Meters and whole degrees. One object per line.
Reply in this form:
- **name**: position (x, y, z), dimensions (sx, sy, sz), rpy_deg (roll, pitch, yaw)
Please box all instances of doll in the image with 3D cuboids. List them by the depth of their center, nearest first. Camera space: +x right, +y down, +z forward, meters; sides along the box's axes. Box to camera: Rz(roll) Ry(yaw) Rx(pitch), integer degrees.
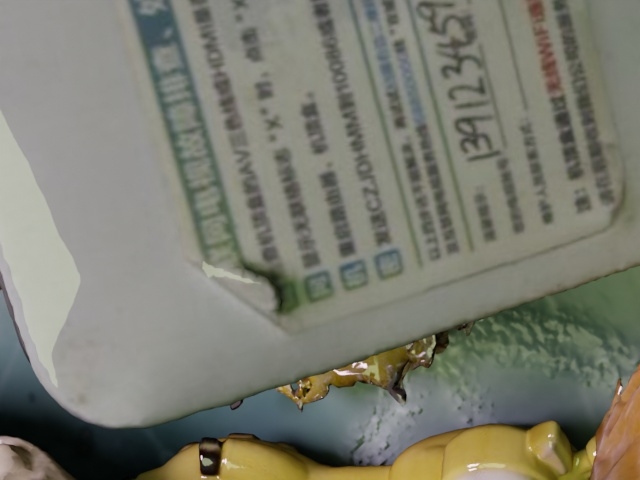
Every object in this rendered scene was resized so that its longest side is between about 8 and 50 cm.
- **doll**: position (0.030, 0.149, 0.907), dimensions (0.291, 0.086, 0.117), rpy_deg (-5, 141, 17)

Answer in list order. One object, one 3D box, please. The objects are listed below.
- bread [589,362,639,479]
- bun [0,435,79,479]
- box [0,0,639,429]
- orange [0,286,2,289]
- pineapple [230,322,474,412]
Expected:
- **bread**: position (0.230, 0.070, 0.721), dimensions (0.139, 0.240, 0.240), rpy_deg (26, 109, -3)
- **bun**: position (-0.221, 0.198, 0.872), dimensions (0.361, 0.361, 0.213), rpy_deg (25, 101, 11)
- **box**: position (0.001, -0.145, 0.748), dimensions (0.396, 0.111, 0.396), rpy_deg (-17, 97, -12)
- **orange**: position (-0.221, -0.078, 0.858), dimensions (0.240, 0.240, 0.240), rpy_deg (4, 104, 17)
- **pineapple**: position (0.000, 0.000, 0.905), dimensions (0.221, 0.047, 0.221), rpy_deg (4, 102, 20)
